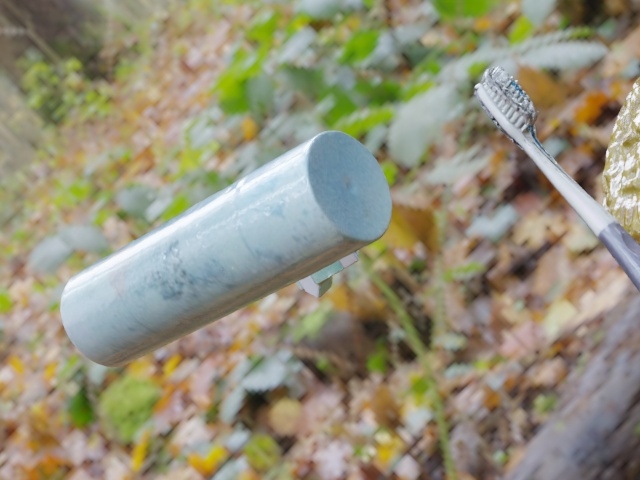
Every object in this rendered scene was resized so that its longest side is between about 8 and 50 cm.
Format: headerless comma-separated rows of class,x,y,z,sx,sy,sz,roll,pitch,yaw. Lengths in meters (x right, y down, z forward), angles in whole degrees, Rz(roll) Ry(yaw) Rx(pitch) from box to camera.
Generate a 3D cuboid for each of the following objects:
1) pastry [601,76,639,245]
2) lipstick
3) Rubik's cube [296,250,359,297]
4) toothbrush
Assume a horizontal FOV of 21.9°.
pastry,0.320,-0.074,1.423,0.189,0.103,0.189,-165,90,-75
lipstick,-0.042,0.007,0.674,0.158,0.048,0.048,-27,18,40
Rubik's cube,-0.003,0.000,1.451,0.084,0.075,0.073,-47,6,9
toothbrush,0.171,0.010,0.900,0.024,0.288,0.026,-22,-29,-24
